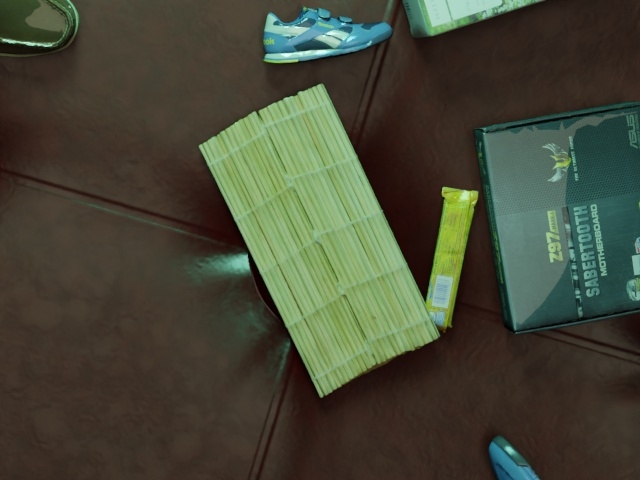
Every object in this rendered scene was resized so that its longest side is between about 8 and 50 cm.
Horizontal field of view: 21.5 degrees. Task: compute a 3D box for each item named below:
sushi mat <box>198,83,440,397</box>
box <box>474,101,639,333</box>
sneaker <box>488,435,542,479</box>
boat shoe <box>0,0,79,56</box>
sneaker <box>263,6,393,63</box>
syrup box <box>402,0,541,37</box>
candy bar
[{"bbox_3d":[0.000,0.000,1.840,0.151,0.019,0.316,-25,96,2],"label":"sushi mat"},{"bbox_3d":[0.278,-0.026,1.859,0.183,0.059,0.232,-9,95,-5],"label":"box"},{"bbox_3d":[0.231,0.319,1.873,0.082,0.069,0.209,-31,97,0],"label":"sneaker"},{"bbox_3d":[-0.379,-0.248,1.740,0.258,0.095,0.095,14,99,-7],"label":"boat shoe"},{"bbox_3d":[0.007,-0.226,1.815,0.144,0.053,0.059,-9,93,-7],"label":"sneaker"},{"bbox_3d":[0.205,-0.297,1.812,0.237,0.096,0.093,-19,98,-6],"label":"syrup box"},{"bbox_3d":[0.141,0.021,1.866,0.040,0.018,0.161,10,93,-4],"label":"candy bar"}]
